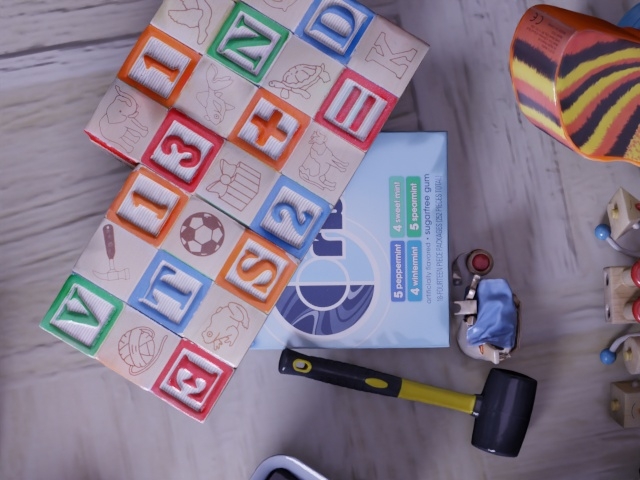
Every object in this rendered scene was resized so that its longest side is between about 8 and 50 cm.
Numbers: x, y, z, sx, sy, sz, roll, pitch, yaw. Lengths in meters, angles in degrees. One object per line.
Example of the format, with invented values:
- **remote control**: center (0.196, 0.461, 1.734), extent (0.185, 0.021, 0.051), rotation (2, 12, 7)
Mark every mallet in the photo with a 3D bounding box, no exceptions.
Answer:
- **mallet**: center (0.061, 0.116, 1.273), extent (0.189, 0.039, 0.062), rotation (7, 92, -10)

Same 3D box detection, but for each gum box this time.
- **gum box**: center (0.000, 0.000, 1.284), extent (0.184, 0.041, 0.157), rotation (0, 88, -1)

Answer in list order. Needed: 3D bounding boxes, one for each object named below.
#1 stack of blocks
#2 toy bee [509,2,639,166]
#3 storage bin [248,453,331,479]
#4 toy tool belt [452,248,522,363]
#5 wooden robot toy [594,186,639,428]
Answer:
- **stack of blocks**: center (-0.075, -0.046, 1.218), extent (0.171, 0.087, 0.297), rotation (31, 87, 0)
- **toy bee**: center (0.258, -0.078, 1.242), extent (0.298, 0.195, 0.162), rotation (6, 112, -13)
- **storage bin**: center (-0.004, 0.217, 1.252), extent (0.135, 0.091, 0.098), rotation (34, 87, 0)
- **toy tool belt**: center (0.121, 0.047, 1.283), extent (0.052, 0.051, 0.083), rotation (-4, 88, -3)
- **wooden robot toy**: center (0.249, 0.047, 1.283), extent (0.079, 0.076, 0.173), rotation (-2, 88, -14)
